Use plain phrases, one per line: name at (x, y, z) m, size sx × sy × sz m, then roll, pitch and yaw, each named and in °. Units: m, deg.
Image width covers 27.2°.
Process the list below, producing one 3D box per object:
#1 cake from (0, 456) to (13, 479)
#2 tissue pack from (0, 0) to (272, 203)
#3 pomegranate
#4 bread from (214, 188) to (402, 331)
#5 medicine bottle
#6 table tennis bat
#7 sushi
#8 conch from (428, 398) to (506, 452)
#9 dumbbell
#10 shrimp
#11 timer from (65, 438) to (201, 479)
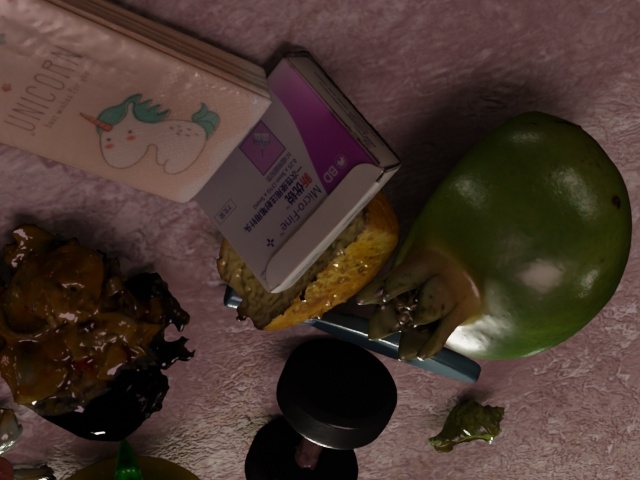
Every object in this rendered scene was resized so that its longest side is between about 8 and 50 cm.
cake at (-0.479, 0.277, 1.613) m, size 0.225 × 0.090 × 0.109 m, roll 34°, pitch 128°, yaw -1°
tissue pack at (-0.223, -0.150, 1.293) m, size 0.325 × 0.071 × 0.170 m, roll 19°, pitch 126°, yaw -35°
pomegranate at (0.209, 0.033, 1.480) m, size 0.358 × 0.216 × 0.309 m, roll -41°, pitch 167°, yaw -38°
bread at (0.000, 0.000, 1.480) m, size 0.140 × 0.143 × 0.229 m, roll 6°, pitch 138°, yaw -47°
medicine bottle at (-0.030, -0.069, 1.386) m, size 0.201 × 0.171 × 0.052 m, roll -47°, pitch 161°, yaw 28°
table tennis bat at (0.041, 0.111, 1.615) m, size 0.329 × 0.215 × 0.044 m, roll 20°, pitch 84°, yaw -11°
sushi at (-0.271, 0.099, 1.459) m, size 0.200 × 0.213 × 0.204 m, roll -54°, pitch 148°, yaw 2°
conch at (0.216, 0.274, 1.916) m, size 0.121 × 0.074 × 0.089 m, roll -30°, pitch 127°, yaw 4°
dumbbell at (-0.002, 0.252, 1.745) m, size 0.153 × 0.152 × 0.218 m, roll 1°, pitch 134°, yaw -24°
shrimp at (-0.390, 0.276, 1.688) m, size 0.166 × 0.049 × 0.161 m, roll 22°, pitch 125°, yaw -39°
timer at (-0.243, 0.373, 1.702) m, size 0.285 × 0.285 × 0.285 m, roll -12°, pitch 137°, yaw -11°
